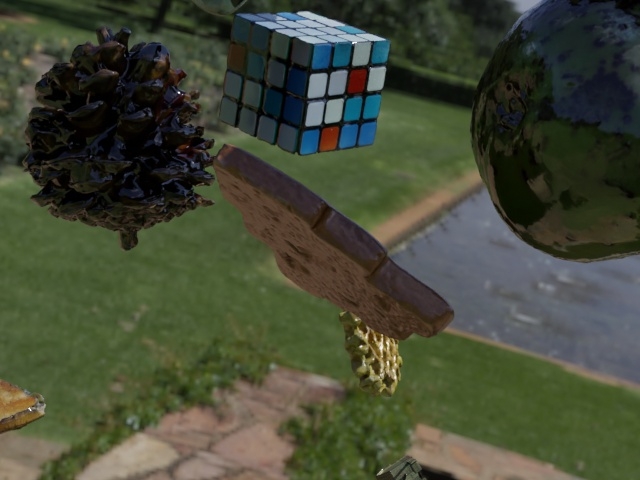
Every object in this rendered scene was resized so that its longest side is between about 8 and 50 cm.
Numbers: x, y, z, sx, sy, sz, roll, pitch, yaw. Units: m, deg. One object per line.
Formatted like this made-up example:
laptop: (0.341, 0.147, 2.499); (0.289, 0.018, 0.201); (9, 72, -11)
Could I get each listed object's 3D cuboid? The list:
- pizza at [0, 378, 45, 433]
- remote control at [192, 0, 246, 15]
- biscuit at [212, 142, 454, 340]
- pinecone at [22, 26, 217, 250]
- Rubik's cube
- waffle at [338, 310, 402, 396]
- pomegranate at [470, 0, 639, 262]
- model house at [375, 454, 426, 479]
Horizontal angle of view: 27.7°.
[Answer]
pizza: (-0.527, 0.246, 2.005); (0.185, 0.052, 0.195); (-8, 30, -22)
remote control: (-0.122, -0.319, 1.524); (0.045, 0.097, 0.256); (36, 3, -30)
biscuit: (0.000, 0.000, 1.323); (0.306, 0.043, 0.284); (46, -16, -34)
pinecone: (-0.251, -0.120, 1.571); (0.243, 0.257, 0.243); (-31, 6, 3)
Rubik's cube: (-0.021, -0.209, 1.703); (0.155, 0.151, 0.154); (27, 27, 37)
waffle: (0.065, 0.118, 1.698); (0.038, 0.191, 0.191); (-14, 3, 16)
pomegranate: (0.325, -0.113, 1.259); (0.341, 0.285, 0.285); (2, 14, -20)
model house: (0.122, 0.347, 1.792); (0.058, 0.083, 0.057); (-31, 8, -11)
